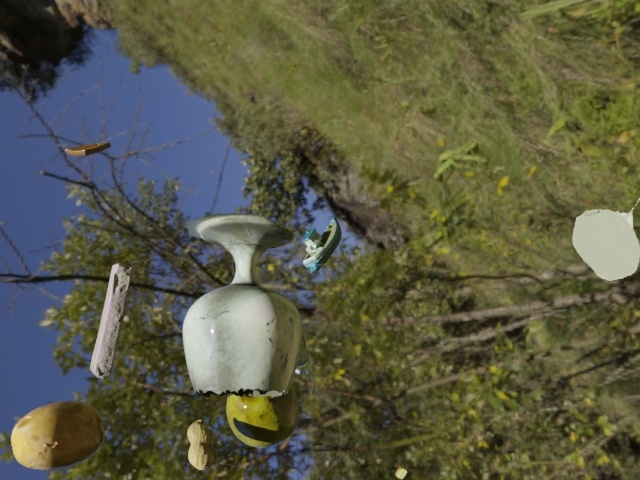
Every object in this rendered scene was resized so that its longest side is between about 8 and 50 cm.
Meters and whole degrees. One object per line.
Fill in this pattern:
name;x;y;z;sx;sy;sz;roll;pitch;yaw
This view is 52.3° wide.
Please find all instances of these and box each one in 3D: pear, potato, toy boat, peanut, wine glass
pear;-0.202;0.579;2.242;0.307;0.252;0.253;71;-159;-49
potato;-0.597;0.448;1.511;0.234;0.146;0.150;-8;-99;-64
toy boat;0.000;0.000;2.122;0.102;0.088;0.215;47;-128;-15
peanut;-0.369;0.624;1.998;0.187;0.082;0.082;-110;-5;-52
wine glass;-0.148;0.132;1.227;0.238;0.238;0.323;38;-133;-61

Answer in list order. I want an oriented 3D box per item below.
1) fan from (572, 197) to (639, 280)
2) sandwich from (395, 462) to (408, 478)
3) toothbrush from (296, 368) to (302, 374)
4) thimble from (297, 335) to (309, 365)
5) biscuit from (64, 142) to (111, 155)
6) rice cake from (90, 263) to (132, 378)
fan;0.671;-0.036;1.454;0.182;0.010;0.310;54;150;28
sandwich;0.253;0.721;2.036;0.044;0.031;0.083;-60;-13;-4
toothbrush;-0.143;0.327;1.999;0.021;0.269;0.027;6;-65;-49
thimble;-0.153;0.249;1.537;0.237;0.237;0.150;16;-123;-67
biscuit;-0.618;-0.237;1.723;0.130;0.119;0.019;-131;32;-70
rice cake;-0.535;0.201;1.668;0.050;0.106;0.298;14;-105;-23
